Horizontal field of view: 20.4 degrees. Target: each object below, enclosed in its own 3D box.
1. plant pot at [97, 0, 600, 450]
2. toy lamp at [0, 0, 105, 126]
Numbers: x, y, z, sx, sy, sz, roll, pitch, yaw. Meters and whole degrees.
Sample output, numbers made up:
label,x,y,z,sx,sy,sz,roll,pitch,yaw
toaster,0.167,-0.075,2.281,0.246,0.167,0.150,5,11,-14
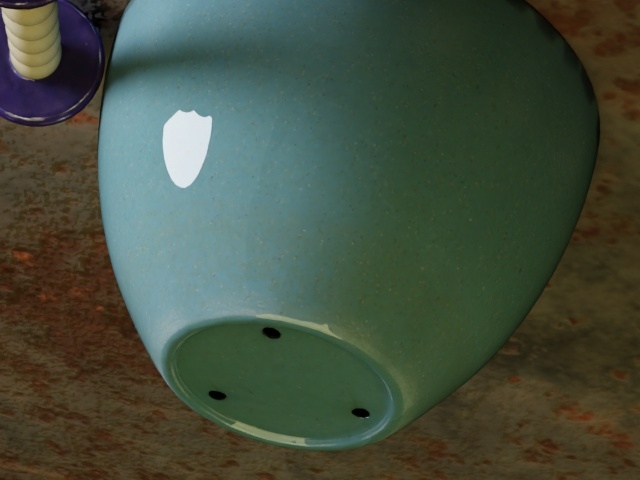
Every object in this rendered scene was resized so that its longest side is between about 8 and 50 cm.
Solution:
label,x,y,z,sx,sy,sz,roll,pitch,yaw
plant pot,0.000,0.000,0.988,0.290,0.195,0.290,9,145,7
toy lamp,-0.149,-0.116,0.920,0.080,0.080,0.275,18,167,-5
